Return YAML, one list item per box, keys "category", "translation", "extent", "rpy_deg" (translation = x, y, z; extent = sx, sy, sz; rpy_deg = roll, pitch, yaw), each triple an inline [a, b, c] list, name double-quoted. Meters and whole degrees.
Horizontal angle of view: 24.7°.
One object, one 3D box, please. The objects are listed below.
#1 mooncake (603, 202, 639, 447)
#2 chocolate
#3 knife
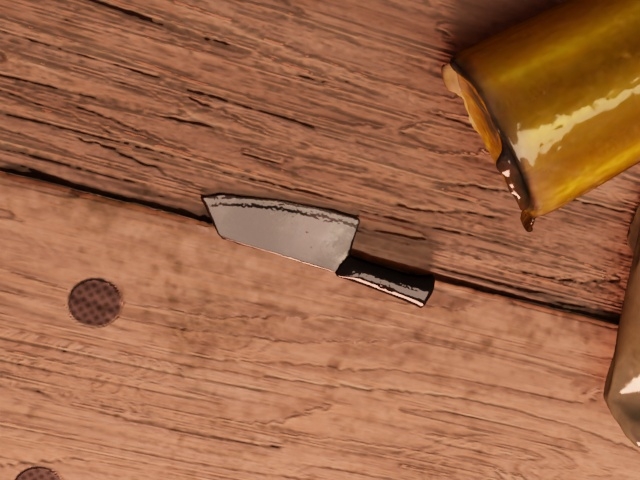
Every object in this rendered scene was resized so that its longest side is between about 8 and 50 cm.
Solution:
- category: "mooncake"
  translation: [0.398, 0.075, 1.339]
  extent: [0.254, 0.136, 0.250]
  rpy_deg: [-1, 118, -9]
- category: "chocolate"
  translation: [0.330, -0.171, 1.204]
  extent: [0.445, 0.162, 0.162]
  rpy_deg: [-26, 116, 1]
- category: "knife"
  translation: [0.000, 0.000, 1.300]
  extent: [0.230, 0.028, 0.060]
  rpy_deg: [18, 97, -14]
